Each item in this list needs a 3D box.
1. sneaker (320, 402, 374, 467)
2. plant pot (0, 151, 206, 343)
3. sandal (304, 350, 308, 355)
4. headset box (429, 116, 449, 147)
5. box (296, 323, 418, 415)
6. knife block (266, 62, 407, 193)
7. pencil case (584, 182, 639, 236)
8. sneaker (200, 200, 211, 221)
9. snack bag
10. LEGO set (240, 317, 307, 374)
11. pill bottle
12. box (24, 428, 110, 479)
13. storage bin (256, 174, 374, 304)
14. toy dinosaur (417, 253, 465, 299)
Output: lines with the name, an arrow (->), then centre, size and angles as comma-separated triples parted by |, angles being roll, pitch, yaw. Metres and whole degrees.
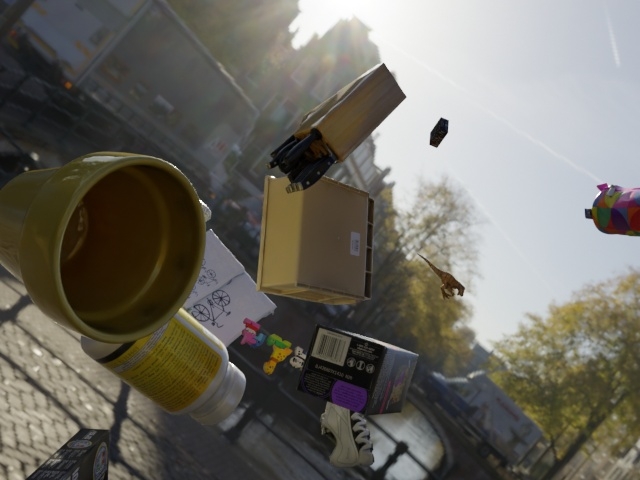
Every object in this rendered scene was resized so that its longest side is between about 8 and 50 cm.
sneaker -> 0.051, 0.427, 1.733 | 0.110, 0.118, 0.292 | 75, 2, -57
plant pot -> -0.333, -0.007, 0.971 | 0.238, 0.254, 0.254 | 13, -17, 34
sandal -> 0.037, 0.394, 2.064 | 0.138, 0.126, 0.317 | 53, -15, -31
headset box -> 0.376, -0.341, 2.194 | 0.032, 0.062, 0.083 | 21, -39, -11
box -> 0.087, 0.279, 1.474 | 0.165, 0.144, 0.270 | 15, -6, 24
knife block -> 0.030, -0.206, 1.322 | 0.088, 0.275, 0.242 | 52, 21, -20
pencil case -> 0.580, -0.053, 1.212 | 0.104, 0.104, 0.236 | 41, -8, -16
sneaker -> -0.450, -0.137, 2.300 | 0.235, 0.095, 0.090 | 27, -49, 21
snack bag -> -0.322, 0.149, 2.110 | 0.343, 0.037, 0.323 | 50, 35, 4
LEGO set -> -0.145, 0.323, 1.962 | 0.227, 0.093, 0.087 | 30, -28, -11
pill bottle -> -0.317, 0.245, 1.444 | 0.334, 0.188, 0.188 | 47, -4, -29
box -> -0.437, 0.473, 1.191 | 0.060, 0.216, 0.270 | 4, 2, 0
storage bin -> 0.000, 0.000, 1.568 | 0.123, 0.263, 0.260 | -9, -18, 43
toy dinosaur -> 0.403, 0.121, 2.215 | 0.211, 0.064, 0.112 | 39, -33, 43
